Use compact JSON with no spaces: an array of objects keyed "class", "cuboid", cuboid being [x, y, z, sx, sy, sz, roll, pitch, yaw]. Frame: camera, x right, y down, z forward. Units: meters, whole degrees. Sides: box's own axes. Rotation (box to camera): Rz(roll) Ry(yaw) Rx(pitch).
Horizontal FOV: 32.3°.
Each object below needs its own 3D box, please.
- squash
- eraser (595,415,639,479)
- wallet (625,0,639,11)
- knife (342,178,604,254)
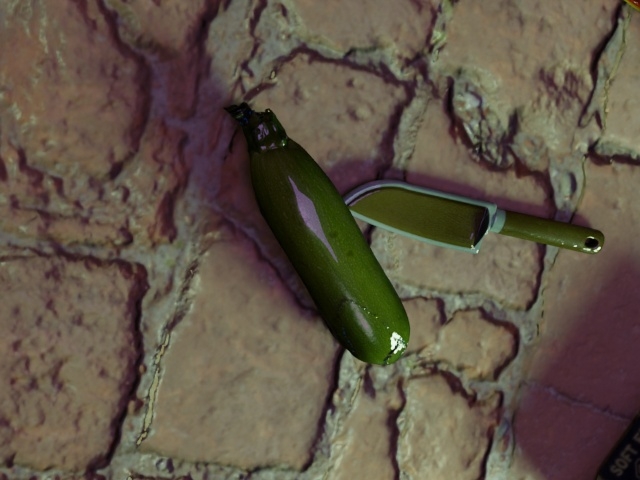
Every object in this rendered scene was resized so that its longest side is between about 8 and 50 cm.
[{"class":"squash","cuboid":[0.002,-0.001,1.128,0.087,0.087,0.331,-34,111,-11]},{"class":"eraser","cuboid":[0.442,0.257,1.344,0.081,0.124,0.279,38,88,-25]},{"class":"wallet","cuboid":[0.358,-0.332,1.199,0.241,0.067,0.141,25,91,-25]},{"class":"knife","cuboid":[0.172,-0.015,1.223,0.343,0.027,0.061,12,102,-24]}]
